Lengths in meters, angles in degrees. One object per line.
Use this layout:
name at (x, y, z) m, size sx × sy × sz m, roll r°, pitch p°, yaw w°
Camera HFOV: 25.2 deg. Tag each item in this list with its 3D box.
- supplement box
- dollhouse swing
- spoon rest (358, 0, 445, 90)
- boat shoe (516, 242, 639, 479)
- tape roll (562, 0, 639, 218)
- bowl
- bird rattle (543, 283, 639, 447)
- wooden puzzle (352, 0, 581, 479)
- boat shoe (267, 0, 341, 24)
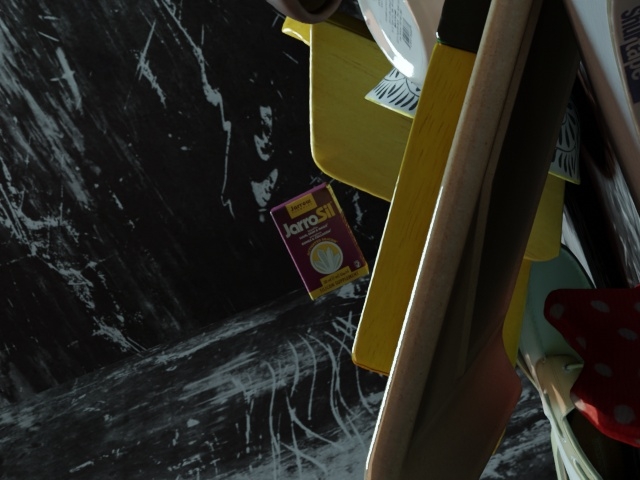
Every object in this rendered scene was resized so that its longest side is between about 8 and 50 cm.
supplement box at (0.000, 0.000, 1.201) m, size 0.083 × 0.055 × 0.043 m, roll 63°, pitch -176°, yaw -5°
dollhouse swing at (0.064, -0.023, 1.321) m, size 0.347 × 0.315 × 0.305 m, roll -90°, pitch 23°, yaw -77°
spoon rest at (0.067, -0.153, 0.653) m, size 0.137 × 0.084 × 0.276 m, roll 57°, pitch 169°, yaw 20°
boat shoe at (0.270, 0.140, 1.435) m, size 0.302 × 0.113 × 0.103 m, roll 70°, pitch 164°, yaw -6°
tape roll at (0.114, -0.015, 0.295) m, size 0.219 × 0.072 × 0.219 m, roll -23°, pitch -90°, yaw -85°
bowl at (0.124, -0.108, 1.037) m, size 0.170 × 0.170 × 0.080 m, roll -71°, pitch 2°, yaw -83°
bird rattle at (0.176, 0.135, 0.572) m, size 0.207 × 0.143 × 0.254 m, roll 34°, pitch -147°, yaw -51°
wooden puzzle at (0.060, -0.038, 0.497) m, size 0.221 × 0.044 × 0.239 m, roll -30°, pitch -49°, yaw -73°
boat shoe at (-0.003, -0.257, 0.685) m, size 0.123 × 0.123 × 0.342 m, roll 52°, pitch 146°, yaw 35°
